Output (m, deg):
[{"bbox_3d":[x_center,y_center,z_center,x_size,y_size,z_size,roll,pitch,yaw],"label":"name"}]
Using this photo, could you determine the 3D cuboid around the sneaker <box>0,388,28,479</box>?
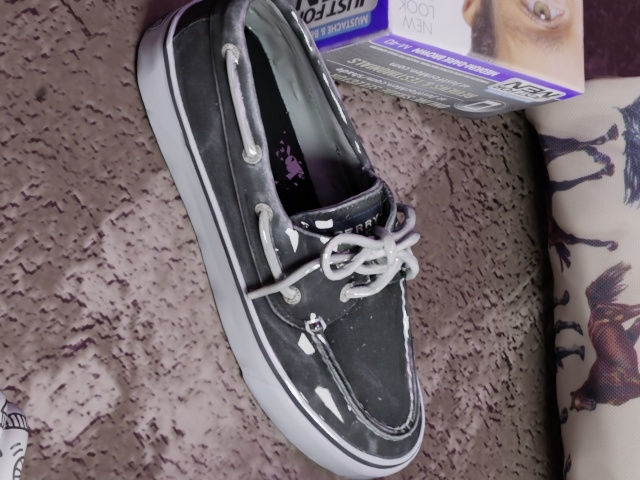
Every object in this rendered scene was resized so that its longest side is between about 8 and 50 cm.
[{"bbox_3d":[-0.228,0.154,0.772,0.145,0.090,0.270,41,55,-27],"label":"sneaker"}]

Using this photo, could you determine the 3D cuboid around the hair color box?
[{"bbox_3d":[0.075,-0.264,1.121,0.185,0.110,0.338,10,77,-42],"label":"hair color box"}]

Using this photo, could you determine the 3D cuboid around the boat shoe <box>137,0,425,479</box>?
[{"bbox_3d":[0.003,-0.002,1.004,0.113,0.105,0.306,-27,100,-42],"label":"boat shoe"}]

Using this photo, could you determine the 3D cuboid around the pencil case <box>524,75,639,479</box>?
[{"bbox_3d":[0.228,0.082,1.163,0.160,0.183,0.410,-1,82,-14],"label":"pencil case"}]
